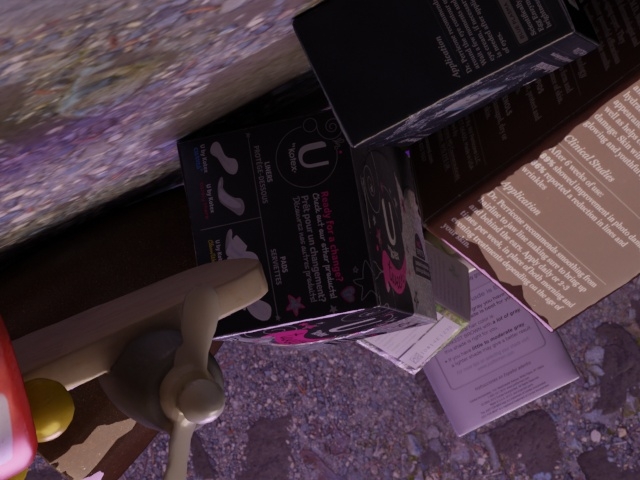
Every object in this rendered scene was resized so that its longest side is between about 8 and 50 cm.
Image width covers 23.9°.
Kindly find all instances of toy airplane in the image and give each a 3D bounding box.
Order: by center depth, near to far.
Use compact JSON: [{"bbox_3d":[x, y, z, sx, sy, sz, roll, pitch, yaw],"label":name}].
[{"bbox_3d":[-0.246,0.123,0.884,0.386,0.272,0.384,-28,176,19],"label":"toy airplane"}]

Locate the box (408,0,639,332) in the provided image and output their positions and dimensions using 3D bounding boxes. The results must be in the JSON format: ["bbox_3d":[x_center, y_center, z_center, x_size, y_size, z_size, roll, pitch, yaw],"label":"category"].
[{"bbox_3d":[0.277,-0.108,1.280,0.381,0.191,0.143,-35,-145,25],"label":"box"}]

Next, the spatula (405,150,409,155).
[{"bbox_3d":[0.150,-0.137,1.786,0.296,0.030,0.084,-23,174,-36],"label":"spatula"}]

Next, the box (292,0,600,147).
[{"bbox_3d":[0.087,-0.134,0.989,0.158,0.093,0.156,-26,176,16],"label":"box"}]

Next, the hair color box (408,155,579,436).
[{"bbox_3d":[0.186,0.060,2.083,0.185,0.374,0.113,-27,176,2],"label":"hair color box"}]

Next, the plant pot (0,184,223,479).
[{"bbox_3d":[-0.171,0.066,1.324,0.230,0.215,0.215,-40,176,-1],"label":"plant pot"}]

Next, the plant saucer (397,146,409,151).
[{"bbox_3d":[0.086,-0.121,1.545,0.241,0.037,0.241,-27,177,-1],"label":"plant saucer"}]

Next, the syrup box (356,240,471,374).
[{"bbox_3d":[0.028,0.025,1.492,0.093,0.237,0.096,-47,-158,31],"label":"syrup box"}]

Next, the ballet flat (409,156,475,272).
[{"bbox_3d":[0.125,-0.014,1.632,0.483,0.164,0.182,-30,-149,19],"label":"ballet flat"}]

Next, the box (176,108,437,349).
[{"bbox_3d":[0.000,0.000,1.239,0.142,0.163,0.247,-12,171,14],"label":"box"}]

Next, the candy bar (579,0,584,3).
[{"bbox_3d":[0.232,-0.218,1.371,0.040,0.018,0.161,-29,176,32],"label":"candy bar"}]
